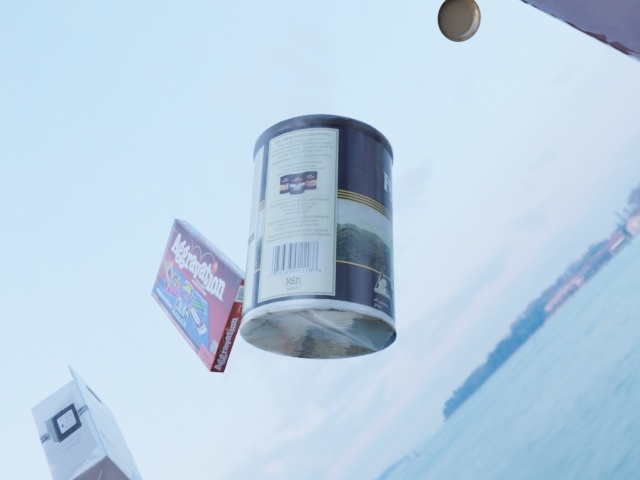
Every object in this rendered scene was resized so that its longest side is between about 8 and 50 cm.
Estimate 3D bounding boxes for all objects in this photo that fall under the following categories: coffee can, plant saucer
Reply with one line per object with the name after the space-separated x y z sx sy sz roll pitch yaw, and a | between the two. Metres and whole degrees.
0.000 0.000 0.926 0.202 0.275 0.201 2 -26 1 | coffee can
0.248 -0.401 1.236 0.083 0.083 0.015 -46 17 3 | plant saucer

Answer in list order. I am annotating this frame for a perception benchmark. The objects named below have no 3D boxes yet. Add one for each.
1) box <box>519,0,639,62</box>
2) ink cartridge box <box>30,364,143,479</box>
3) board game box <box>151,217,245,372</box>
0.192 -0.211 0.431 0.191 0.381 0.143 4 -59 -25 | box
-0.263 0.232 0.773 0.060 0.180 0.104 -36 -53 -13 | ink cartridge box
-0.192 0.075 1.065 0.027 0.281 0.145 14 -79 -35 | board game box
